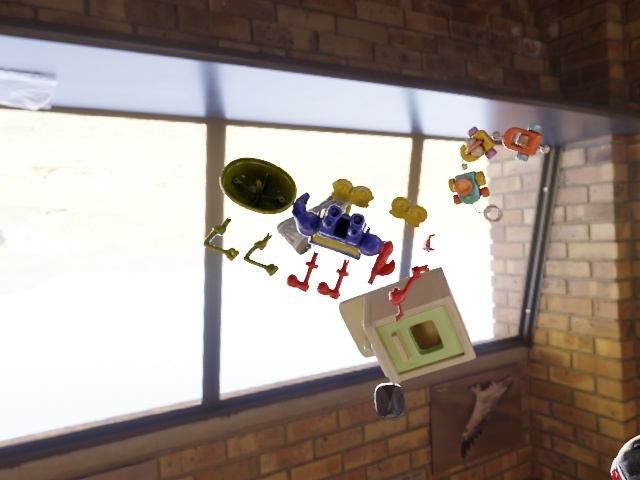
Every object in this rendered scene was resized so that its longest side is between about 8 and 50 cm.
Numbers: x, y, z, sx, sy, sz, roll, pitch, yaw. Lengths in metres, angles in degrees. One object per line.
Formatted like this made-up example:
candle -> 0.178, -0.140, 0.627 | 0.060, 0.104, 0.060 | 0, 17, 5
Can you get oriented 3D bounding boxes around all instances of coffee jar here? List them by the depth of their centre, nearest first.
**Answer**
coffee jar -> 0.187, 0.435, 1.330 | 0.079, 0.096, 0.184 | -6, 161, 7

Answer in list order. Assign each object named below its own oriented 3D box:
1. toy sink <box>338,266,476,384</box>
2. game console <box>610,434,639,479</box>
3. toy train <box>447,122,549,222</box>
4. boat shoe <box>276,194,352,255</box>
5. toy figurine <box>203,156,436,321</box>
toy sink -> 0.162, 0.178, 0.980 | 0.234, 0.152, 0.131 | -20, -160, 15
game console -> 0.362, 0.151, 0.265 | 0.342, 0.060, 0.386 | -28, 171, 18
toy train -> 0.268, -0.114, 0.775 | 0.125, 0.166, 0.046 | 30, -157, 23
boat shoe -> -0.002, -0.068, 1.405 | 0.320, 0.103, 0.118 | -41, 168, -48
toy figurine -> 0.000, 0.000, 0.878 | 0.363, 0.191, 0.217 | 18, 174, 3
